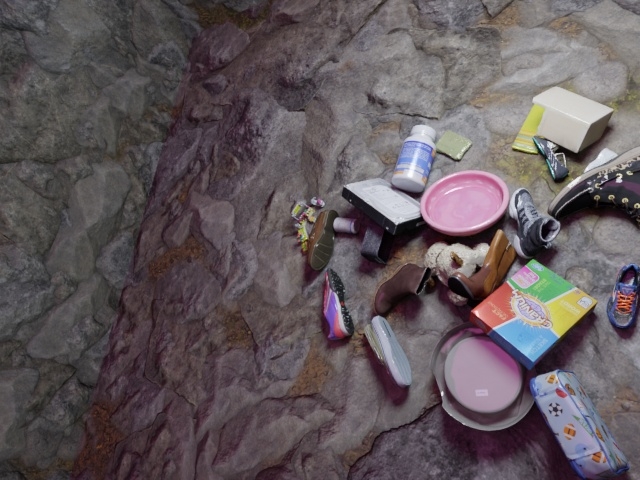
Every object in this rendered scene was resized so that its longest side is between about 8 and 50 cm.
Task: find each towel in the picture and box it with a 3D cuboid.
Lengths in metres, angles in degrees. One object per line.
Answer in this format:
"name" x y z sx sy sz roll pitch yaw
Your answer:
"towel" 0.584 -0.420 1.861 0.110 0.027 0.148 -52 51 1
"towel" 0.873 -0.458 1.703 0.102 0.021 0.237 26 83 32

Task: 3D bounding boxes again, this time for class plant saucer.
"plant saucer" 0.567 -0.137 1.666 0.332 0.084 0.332 -15 45 16

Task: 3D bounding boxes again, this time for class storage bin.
"storage bin" 0.253 -0.001 1.823 0.084 0.122 0.180 9 74 35

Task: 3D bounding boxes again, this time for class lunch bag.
"lunch bag" 0.743 0.530 1.212 0.115 0.243 0.303 -36 52 29

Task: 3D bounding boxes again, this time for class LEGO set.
"LEGO set" -0.085 -0.085 2.083 0.132 0.107 0.287 6 72 34

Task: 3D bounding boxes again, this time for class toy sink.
"toy sink" 0.912 -0.450 1.572 0.152 0.131 0.234 -29 52 -22

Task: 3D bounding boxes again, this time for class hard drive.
"hard drive" 0.284 -0.158 1.816 0.339 0.236 0.064 42 134 39

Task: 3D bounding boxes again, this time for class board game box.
"board game box" 0.698 0.234 1.397 0.316 0.064 0.242 -35 51 -16

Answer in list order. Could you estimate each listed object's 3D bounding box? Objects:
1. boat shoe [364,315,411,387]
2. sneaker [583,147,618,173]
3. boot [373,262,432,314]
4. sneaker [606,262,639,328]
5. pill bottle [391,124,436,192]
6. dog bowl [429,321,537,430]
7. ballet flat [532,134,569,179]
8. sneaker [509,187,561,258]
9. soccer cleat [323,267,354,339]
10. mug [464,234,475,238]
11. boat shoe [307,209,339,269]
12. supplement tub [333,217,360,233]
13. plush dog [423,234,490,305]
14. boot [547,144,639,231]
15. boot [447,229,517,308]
"boat shoe" 0.261 0.440 1.649 0.094 0.109 0.302 -45 42 26
"sneaker" 1.000 -0.261 1.512 0.152 0.053 0.061 -49 55 4
"boot" 0.316 0.196 1.662 0.248 0.090 0.207 -57 15 -10
"sneaker" 0.955 0.168 1.327 0.083 0.087 0.221 7 73 35
"pill bottle" 0.421 -0.362 1.860 0.152 0.152 0.272 11 76 35
"dog bowl" 0.556 0.458 1.441 0.348 0.102 0.349 -13 63 28
"ballet flat" 0.881 -0.325 1.604 0.074 0.074 0.203 -25 66 21
"sneaker" 0.768 -0.078 1.506 0.153 0.101 0.269 137 139 -67
"soccer cleat" 0.052 0.273 1.843 0.116 0.108 0.318 -28 59 24
"mug" 0.583 -0.050 1.688 0.064 0.078 0.062 -47 20 -5
"boat shoe" 0.000 0.000 2.004 0.104 0.110 0.307 -3 59 49
"supplement tub" 0.123 -0.070 1.968 0.107 0.071 0.071 7 73 35
"plush dog" 0.488 0.087 1.614 0.225 0.210 0.263 19 79 60
"boot" 1.002 -0.118 1.400 0.377 0.138 0.284 -31 56 10
"boot" 0.582 0.089 1.477 0.280 0.264 0.096 -59 30 -7
